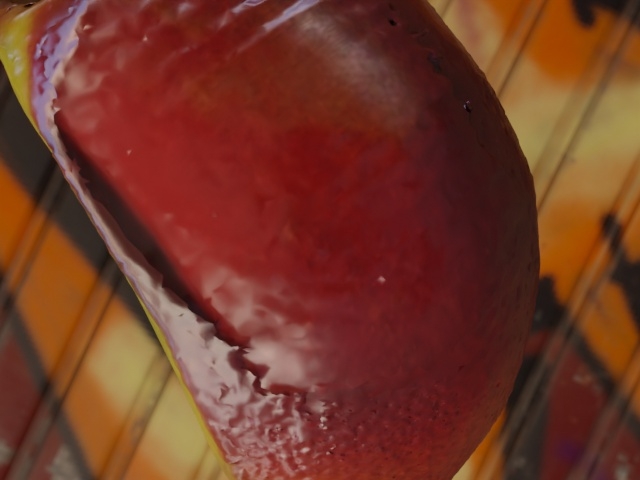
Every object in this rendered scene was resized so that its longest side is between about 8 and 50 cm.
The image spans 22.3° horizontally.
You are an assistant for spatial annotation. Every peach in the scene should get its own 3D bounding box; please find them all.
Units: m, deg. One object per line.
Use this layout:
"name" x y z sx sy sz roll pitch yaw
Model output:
"peach" -0.001 -0.001 0.577 0.159 0.267 0.154 -25 9 1
